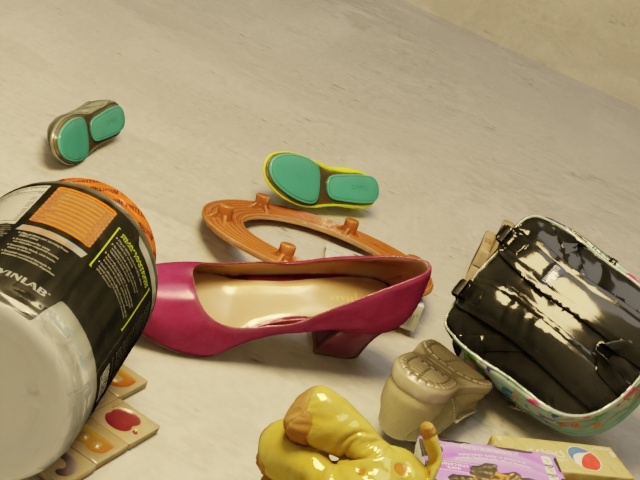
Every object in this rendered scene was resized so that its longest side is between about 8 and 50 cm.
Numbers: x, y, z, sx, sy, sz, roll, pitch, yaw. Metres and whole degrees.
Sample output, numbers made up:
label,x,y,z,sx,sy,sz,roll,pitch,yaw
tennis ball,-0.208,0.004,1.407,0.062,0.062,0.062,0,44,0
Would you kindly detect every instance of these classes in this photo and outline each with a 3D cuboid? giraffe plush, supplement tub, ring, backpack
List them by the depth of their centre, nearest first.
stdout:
label,x,y,z,sx,sy,sz,roll,pitch,yaw
giraffe plush,0.020,0.265,1.345,0.210,0.181,0.170,11,33,14
supplement tub,-0.281,0.069,1.388,0.207,0.207,0.338,24,24,0
backpack,0.312,0.123,1.813,0.253,0.225,0.191,35,-11,30
ring,0.000,0.000,1.959,0.336,0.032,0.336,17,14,-4

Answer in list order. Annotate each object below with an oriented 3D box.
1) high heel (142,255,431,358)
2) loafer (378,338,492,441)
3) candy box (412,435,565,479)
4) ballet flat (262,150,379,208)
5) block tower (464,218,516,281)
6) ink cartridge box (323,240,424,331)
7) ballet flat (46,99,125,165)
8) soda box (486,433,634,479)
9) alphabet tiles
label,x,y,z,sx,sy,sz,roll,pitch,yaw
high heel,-0.057,0.048,1.672,0.377,0.181,0.127,7,50,-34
loafer,0.127,0.183,1.701,0.102,0.092,0.268,38,11,20
candy box,0.188,0.300,1.505,0.164,0.070,0.196,9,26,-11
ballet flat,-0.014,-0.083,2.147,0.231,0.077,0.077,10,-9,-41
block tower,0.391,0.083,2.144,0.335,0.091,0.097,25,24,4
ink cartridge box,0.065,0.061,1.974,0.145,0.045,0.179,21,10,-5
ballet flat,-0.349,-0.152,2.014,0.068,0.072,0.213,1,17,19
soda box,0.274,0.276,1.673,0.181,0.058,0.061,11,27,-28
alphabet tiles,-0.345,0.132,1.470,0.342,0.011,0.285,32,25,18
